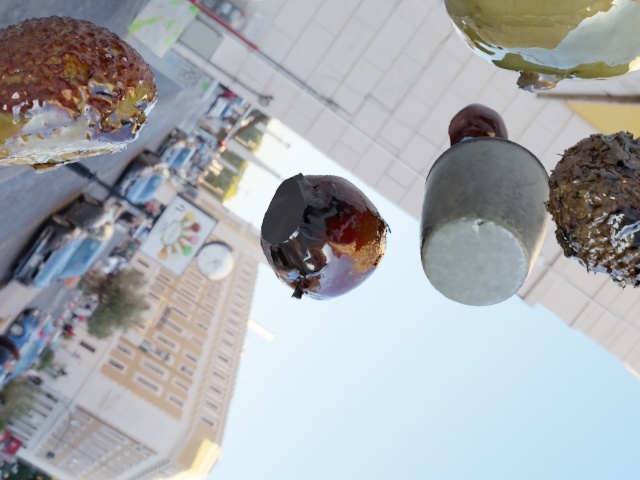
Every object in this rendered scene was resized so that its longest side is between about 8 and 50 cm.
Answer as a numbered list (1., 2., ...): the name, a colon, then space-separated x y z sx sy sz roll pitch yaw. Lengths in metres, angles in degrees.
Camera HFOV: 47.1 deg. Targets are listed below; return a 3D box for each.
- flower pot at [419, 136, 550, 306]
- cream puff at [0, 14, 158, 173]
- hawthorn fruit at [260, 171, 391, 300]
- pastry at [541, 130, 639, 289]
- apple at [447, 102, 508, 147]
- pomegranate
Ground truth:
1. flower pot: 0.343 -0.031 1.593 0.293 0.293 0.330 -48 -174 35
2. cream puff: -0.429 -0.237 1.173 0.350 0.350 0.228 -174 -105 -78
3. hawthorn fruit: 0.005 -0.015 1.684 0.316 0.316 0.316 -53 -169 15
4. pastry: 0.488 -0.045 1.206 0.193 0.275 0.275 -53 -172 51
5. apple: 0.393 -0.265 1.825 0.147 0.156 0.158 -52 -178 39
6. pomegranate: 0.308 -0.344 0.922 0.332 0.332 0.332 -53 -169 15
